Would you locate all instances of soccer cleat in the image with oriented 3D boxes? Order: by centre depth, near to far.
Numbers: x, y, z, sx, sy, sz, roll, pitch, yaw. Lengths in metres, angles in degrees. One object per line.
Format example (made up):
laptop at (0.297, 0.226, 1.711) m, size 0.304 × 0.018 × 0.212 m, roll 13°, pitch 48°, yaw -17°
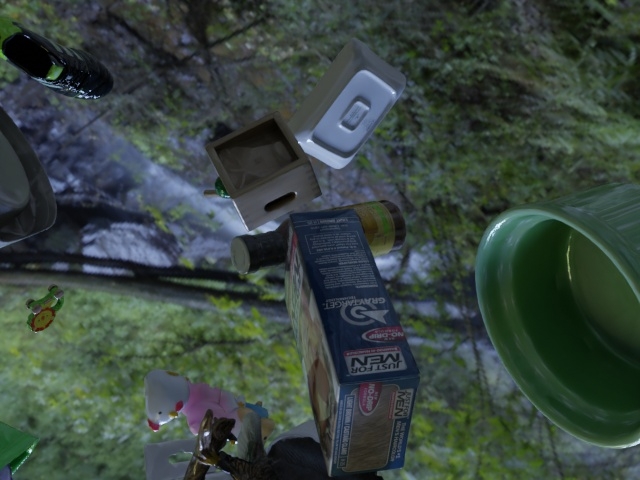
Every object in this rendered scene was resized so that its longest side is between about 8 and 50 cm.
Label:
soccer cleat at (-0.305, -0.198, 1.007) m, size 0.060 × 0.072 × 0.179 m, roll -53°, pitch 142°, yaw 10°

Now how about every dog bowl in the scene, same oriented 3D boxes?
dog bowl at (-0.572, -0.134, 1.390) m, size 0.102 × 0.349 × 0.349 m, roll -34°, pitch 163°, yaw 7°

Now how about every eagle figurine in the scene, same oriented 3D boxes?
eagle figurine at (-0.052, 0.373, 1.182) m, size 0.225 × 0.298 × 0.226 m, roll -62°, pitch 176°, yaw -16°

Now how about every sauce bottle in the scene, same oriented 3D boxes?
sauce bottle at (0.000, 0.000, 1.629) m, size 0.344 × 0.111 × 0.111 m, roll -13°, pitch 150°, yaw -34°

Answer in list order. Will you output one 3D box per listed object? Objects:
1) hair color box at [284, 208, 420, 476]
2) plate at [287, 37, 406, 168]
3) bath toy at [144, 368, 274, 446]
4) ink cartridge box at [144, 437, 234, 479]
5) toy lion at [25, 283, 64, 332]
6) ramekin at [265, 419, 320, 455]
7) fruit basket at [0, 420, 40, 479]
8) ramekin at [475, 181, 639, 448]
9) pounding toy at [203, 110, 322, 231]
hair color box at (0.030, 0.125, 1.201) m, size 0.105 × 0.347 × 0.174 m, roll -5°, pitch 127°, yaw -11°
plate at (0.066, -0.294, 2.004) m, size 0.277 × 0.045 × 0.278 m, roll -53°, pitch 150°, yaw 11°
bath toy at (-0.250, 0.382, 1.936) m, size 0.348 × 0.151 × 0.129 m, roll 31°, pitch 67°, yaw -46°
ink cartridge box at (-0.208, 0.546, 1.667) m, size 0.119 × 0.354 × 0.207 m, roll -19°, pitch 164°, yaw 34°
toy lion at (-0.634, 0.162, 2.031) m, size 0.100 × 0.034 × 0.096 m, roll -39°, pitch 147°, yaw -33°
ramekin at (-0.004, 0.466, 1.799) m, size 0.109 × 0.207 × 0.207 m, roll -28°, pitch 160°, yaw -54°
fruit basket at (-0.741, 0.591, 1.862) m, size 0.283 × 0.392 × 0.392 m, roll -49°, pitch 160°, yaw 21°
ramekin at (0.339, 0.077, 1.051) m, size 0.148 × 0.303 × 0.303 m, roll -22°, pitch 156°, yaw -24°
pounding toy at (-0.089, -0.083, 1.171) m, size 0.141 × 0.130 × 0.100 m, roll -27°, pitch 141°, yaw -4°
